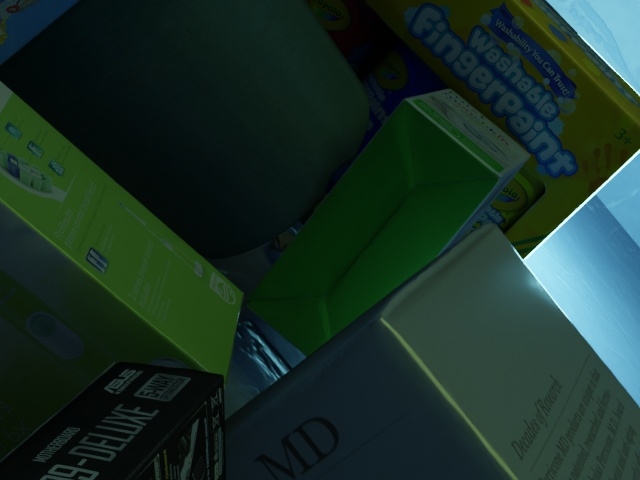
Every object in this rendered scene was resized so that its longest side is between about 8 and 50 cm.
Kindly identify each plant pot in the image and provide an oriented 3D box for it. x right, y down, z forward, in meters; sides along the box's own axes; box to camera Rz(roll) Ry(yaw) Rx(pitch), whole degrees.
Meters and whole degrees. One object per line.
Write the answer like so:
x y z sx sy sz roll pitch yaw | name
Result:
-0.145 -0.177 1.240 0.334 0.341 0.341 47 22 -31 | plant pot

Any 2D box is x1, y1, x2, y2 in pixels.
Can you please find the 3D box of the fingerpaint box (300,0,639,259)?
0.111 -0.160 1.498 0.445 0.371 0.163 47 24 6 | fingerpaint box

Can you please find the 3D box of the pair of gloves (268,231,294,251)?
0.000 0.000 1.568 0.204 0.042 0.240 20 32 -42 | pair of gloves

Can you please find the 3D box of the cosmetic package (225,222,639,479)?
0.097 0.257 0.993 0.394 0.329 0.327 51 23 3 | cosmetic package

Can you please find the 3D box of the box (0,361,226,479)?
-0.122 0.253 0.688 0.242 0.076 0.308 -46 138 -66 | box

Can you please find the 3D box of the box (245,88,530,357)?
0.073 -0.017 1.304 0.126 0.262 0.231 40 16 7 | box

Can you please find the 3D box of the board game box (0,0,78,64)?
-0.221 -0.295 1.053 0.086 0.308 0.302 50 4 -33 | board game box

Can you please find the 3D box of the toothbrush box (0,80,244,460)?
-0.226 0.039 0.879 0.283 0.206 0.122 44 24 -19 | toothbrush box
